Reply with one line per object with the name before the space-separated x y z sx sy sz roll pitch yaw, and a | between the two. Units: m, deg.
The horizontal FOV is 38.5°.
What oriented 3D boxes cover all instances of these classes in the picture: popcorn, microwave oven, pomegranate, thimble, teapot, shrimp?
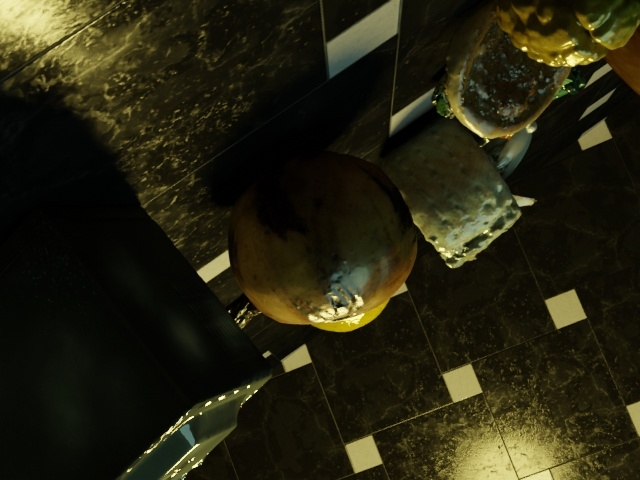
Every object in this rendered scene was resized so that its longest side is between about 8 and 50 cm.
popcorn | 0.334 -0.350 1.287 0.200 0.226 0.203 -30 131 29
microwave oven | -0.331 0.216 1.187 0.432 0.374 0.236 -44 166 17
pomegranate | 0.000 0.000 1.494 0.322 0.322 0.322 -34 169 -8
thimble | 0.270 -0.100 1.856 0.195 0.291 0.291 -38 169 10
teapot | 0.396 -0.234 2.092 0.298 0.139 0.204 -54 -174 49
shrimp | -0.247 0.207 2.180 0.290 0.054 0.222 -36 169 19

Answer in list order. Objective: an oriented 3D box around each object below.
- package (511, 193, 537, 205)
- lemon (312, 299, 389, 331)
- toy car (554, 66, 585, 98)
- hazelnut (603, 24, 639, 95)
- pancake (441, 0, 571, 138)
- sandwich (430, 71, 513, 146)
package | 0.343 -0.100 2.081 0.194 0.269 0.071 -2 105 -48
lemon | 0.047 0.081 2.070 0.267 0.267 0.267 -34 169 -8
toy car | 0.407 -0.321 1.792 0.141 0.097 0.320 -25 169 33
hazelnut | 0.596 -0.414 1.401 0.402 0.402 0.429 -33 167 -13
pancake | 0.316 -0.292 1.497 0.282 0.049 0.282 -17 123 -28
sandwich | 0.302 -0.264 1.608 0.109 0.160 0.185 -36 168 -47
